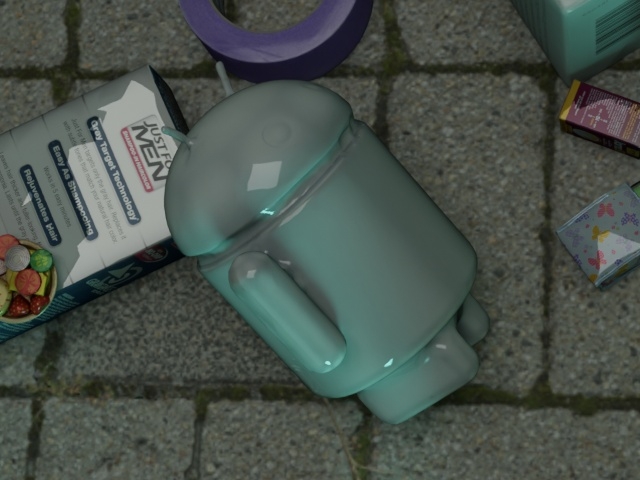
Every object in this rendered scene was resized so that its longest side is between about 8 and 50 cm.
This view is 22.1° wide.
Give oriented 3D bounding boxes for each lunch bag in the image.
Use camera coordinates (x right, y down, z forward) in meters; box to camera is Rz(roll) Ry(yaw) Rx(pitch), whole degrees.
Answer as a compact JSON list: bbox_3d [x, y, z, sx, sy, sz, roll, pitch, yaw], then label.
[{"bbox_3d":[0.276,-0.003,1.541,0.083,0.053,0.071,-39,72,10],"label":"lunch bag"}]

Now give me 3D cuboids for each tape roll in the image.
[{"bbox_3d":[-0.045,-0.255,1.637,0.189,0.080,0.189,-2,78,9],"label":"tape roll"}]

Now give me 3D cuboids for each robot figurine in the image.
[{"bbox_3d":[0.000,0.000,1.472,0.200,0.300,0.353,-36,104,24],"label":"robot figurine"}]

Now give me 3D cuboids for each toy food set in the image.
[{"bbox_3d":[-0.288,0.037,1.542,0.083,0.020,0.082,8,83,10],"label":"toy food set"}]

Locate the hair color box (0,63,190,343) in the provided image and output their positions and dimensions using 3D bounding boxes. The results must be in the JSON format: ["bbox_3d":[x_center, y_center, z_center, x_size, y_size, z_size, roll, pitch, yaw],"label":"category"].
[{"bbox_3d":[-0.280,-0.016,1.613,0.347,0.105,0.173,-25,78,4],"label":"hair color box"}]

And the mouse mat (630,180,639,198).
[{"bbox_3d":[0.391,-0.001,1.544,0.153,0.007,0.189,-30,76,3],"label":"mouse mat"}]

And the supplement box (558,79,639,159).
[{"bbox_3d":[0.274,-0.115,1.564,0.083,0.055,0.043,21,84,14],"label":"supplement box"}]

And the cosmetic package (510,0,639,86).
[{"bbox_3d":[0.179,-0.394,1.551,0.161,0.230,0.453,-32,76,2],"label":"cosmetic package"}]
